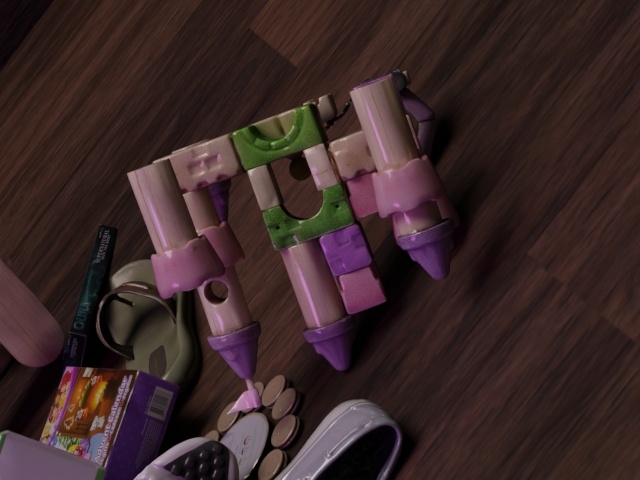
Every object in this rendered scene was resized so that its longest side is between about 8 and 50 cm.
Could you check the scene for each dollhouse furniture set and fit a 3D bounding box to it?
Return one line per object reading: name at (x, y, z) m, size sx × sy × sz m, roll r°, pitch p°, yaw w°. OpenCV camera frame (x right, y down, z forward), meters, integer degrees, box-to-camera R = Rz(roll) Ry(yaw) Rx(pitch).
dollhouse furniture set at (-0.491, 0.246, 2.386) m, size 0.394 × 0.256 × 0.362 m, roll -43°, pitch 9°, yaw -19°

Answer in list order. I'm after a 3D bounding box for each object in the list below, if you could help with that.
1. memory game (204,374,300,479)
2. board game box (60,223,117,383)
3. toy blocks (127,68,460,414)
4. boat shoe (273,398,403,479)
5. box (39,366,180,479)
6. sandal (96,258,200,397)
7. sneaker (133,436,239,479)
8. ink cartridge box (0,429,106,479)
memory game at (-0.081, 0.219, 1.899) m, size 0.186 × 0.012 × 0.186 m, roll -41°, pitch 28°, yaw 28°
board game box at (-0.290, 0.089, 2.359) m, size 0.126 × 0.026 × 0.186 m, roll 107°, pitch 175°, yaw -45°
toy blocks at (0.000, 0.000, 1.840) m, size 0.288 × 0.260 × 0.309 m, roll -20°, pitch 5°, yaw 6°
boat shoe at (-0.008, 0.240, 1.658) m, size 0.227 × 0.079 × 0.081 m, roll -54°, pitch 20°, yaw -7°
box at (-0.263, 0.282, 2.037) m, size 0.201 × 0.057 × 0.293 m, roll -5°, pitch 63°, yaw 60°
sandal at (-0.210, 0.094, 2.202) m, size 0.120 × 0.086 × 0.303 m, roll -50°, pitch 25°, yaw 9°
sneaker at (-0.182, 0.310, 1.855) m, size 0.292 × 0.110 × 0.118 m, roll -56°, pitch 11°, yaw 7°
ink cartridge box at (-0.335, 0.318, 1.901) m, size 0.278 × 0.117 × 0.201 m, roll -28°, pitch 43°, yaw 63°
